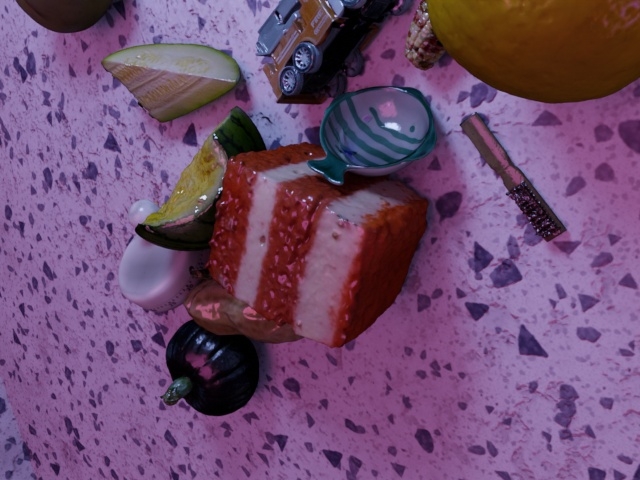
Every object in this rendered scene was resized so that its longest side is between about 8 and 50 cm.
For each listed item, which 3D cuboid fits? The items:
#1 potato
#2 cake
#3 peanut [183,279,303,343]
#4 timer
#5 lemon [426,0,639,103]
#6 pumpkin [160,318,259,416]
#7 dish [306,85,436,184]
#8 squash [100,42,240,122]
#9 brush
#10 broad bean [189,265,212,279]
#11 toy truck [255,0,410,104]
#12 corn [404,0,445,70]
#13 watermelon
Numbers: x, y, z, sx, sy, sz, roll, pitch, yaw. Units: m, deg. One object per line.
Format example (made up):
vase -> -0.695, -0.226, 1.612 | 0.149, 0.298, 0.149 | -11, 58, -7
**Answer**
potato -> -0.584, -0.627, 1.424 | 0.326, 0.221, 0.243 | -27, 78, 52
cake -> 0.000, 0.000, 1.146 | 0.320, 0.270, 0.269 | 29, 120, 27
peanut -> -0.142, 0.144, 1.369 | 0.340, 0.174, 0.158 | 0, 129, 40
timer -> -0.387, 0.044, 1.478 | 0.233, 0.240, 0.233 | -18, 53, 25
lemon -> 0.302, -0.334, 0.775 | 0.348, 0.348, 0.348 | 13, 112, 34
pumpkin -> -0.282, 0.313, 1.481 | 0.248, 0.248, 0.248 | 13, 112, 34
dish -> 0.091, -0.169, 1.094 | 0.224, 0.246, 0.078 | 36, 159, 30
squash -> -0.312, -0.390, 1.358 | 0.289, 0.111, 0.203 | -16, 126, 43
brush -> 0.312, -0.106, 1.027 | 0.043, 0.036, 0.248 | -39, 80, 34
broad bean -> -0.231, 0.005, 1.396 | 0.292, 0.144, 0.049 | -112, 41, -54
toy truck -> 0.015, -0.409, 1.098 | 0.338, 0.133, 0.184 | -47, 66, 39
corn -> 0.210, -0.392, 0.984 | 0.086, 0.086, 0.253 | 42, 128, 19
watermelon -> -0.214, -0.098, 1.289 | 0.189, 0.331, 0.331 | 44, 129, -9
